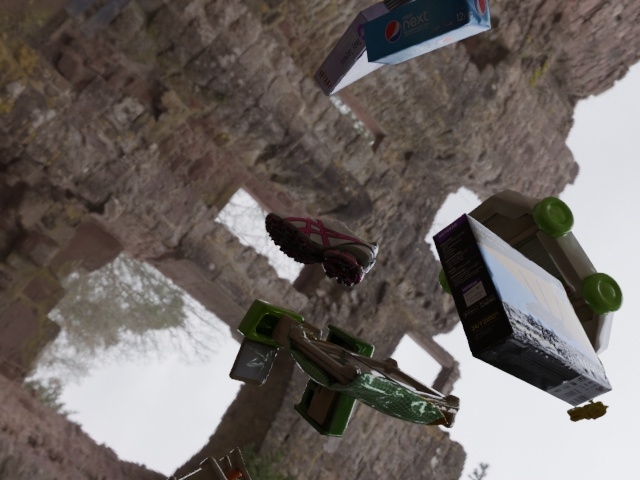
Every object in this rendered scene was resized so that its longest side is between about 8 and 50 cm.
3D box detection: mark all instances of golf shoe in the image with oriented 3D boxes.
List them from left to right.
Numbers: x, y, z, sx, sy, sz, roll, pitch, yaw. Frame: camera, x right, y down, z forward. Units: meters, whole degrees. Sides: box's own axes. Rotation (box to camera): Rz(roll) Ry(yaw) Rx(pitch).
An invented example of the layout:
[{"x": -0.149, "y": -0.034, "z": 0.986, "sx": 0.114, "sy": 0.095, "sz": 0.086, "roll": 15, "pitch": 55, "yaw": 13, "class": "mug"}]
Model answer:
[{"x": 0.000, "y": 0.000, "z": 0.901, "sx": 0.086, "sy": 0.186, "sz": 0.067, "roll": -48, "pitch": 159, "yaw": -39, "class": "golf shoe"}]

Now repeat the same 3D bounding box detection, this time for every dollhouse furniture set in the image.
[{"x": -0.226, "y": 0.475, "z": 0.988, "sx": 0.262, "sy": 0.135, "sz": 0.259, "roll": -17, "pitch": 160, "yaw": -34, "class": "dollhouse furniture set"}, {"x": 0.012, "y": 0.212, "z": 0.788, "sx": 0.301, "sy": 0.197, "sz": 0.151, "roll": 20, "pitch": -93, "yaw": 59, "class": "dollhouse furniture set"}]

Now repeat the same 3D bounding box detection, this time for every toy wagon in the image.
[{"x": 0.323, "y": 0.100, "z": 0.867, "sx": 0.068, "sy": 0.344, "sz": 0.267, "roll": -22, "pitch": 166, "yaw": -29, "class": "toy wagon"}]

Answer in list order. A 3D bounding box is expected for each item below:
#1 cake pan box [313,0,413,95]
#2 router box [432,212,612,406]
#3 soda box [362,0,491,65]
[{"x": 0.133, "y": -0.460, "z": 1.313, "sx": 0.245, "sy": 0.070, "sz": 0.267, "roll": -38, "pitch": -179, "yaw": -27, "class": "cake pan box"}, {"x": 0.189, "y": 0.068, "z": 0.542, "sx": 0.046, "sy": 0.179, "sz": 0.133, "roll": -39, "pitch": -139, "yaw": 29, "class": "router box"}, {"x": 0.171, "y": -0.356, "z": 0.961, "sx": 0.067, "sy": 0.071, "sz": 0.210, "roll": -10, "pitch": -176, "yaw": -43, "class": "soda box"}]
